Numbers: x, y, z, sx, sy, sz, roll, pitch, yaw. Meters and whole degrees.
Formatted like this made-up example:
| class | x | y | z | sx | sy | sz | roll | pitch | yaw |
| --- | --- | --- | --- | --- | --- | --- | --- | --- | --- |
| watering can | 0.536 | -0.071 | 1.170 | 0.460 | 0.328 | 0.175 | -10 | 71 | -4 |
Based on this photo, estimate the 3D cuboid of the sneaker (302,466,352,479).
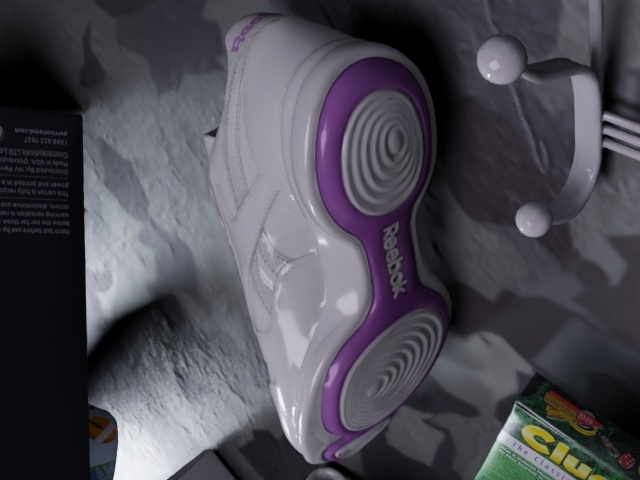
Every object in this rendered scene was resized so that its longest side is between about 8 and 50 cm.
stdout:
| class | x | y | z | sx | sy | sz | roll | pitch | yaw |
| --- | --- | --- | --- | --- | --- | --- | --- | --- | --- |
| sneaker | 0.002 | 0.255 | 0.867 | 0.258 | 0.094 | 0.091 | -103 | 2 | -66 |

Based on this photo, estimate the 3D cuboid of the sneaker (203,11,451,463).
| class | x | y | z | sx | sy | sz | roll | pitch | yaw |
| --- | --- | --- | --- | --- | --- | --- | --- | --- | --- |
| sneaker | 0.000 | 0.000 | 0.769 | 0.152 | 0.114 | 0.305 | 36 | 138 | 42 |

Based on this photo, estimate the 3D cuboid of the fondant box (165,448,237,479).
| class | x | y | z | sx | sy | sz | roll | pitch | yaw |
| --- | --- | --- | --- | --- | --- | --- | --- | --- | --- |
| fondant box | -0.118 | 0.355 | 1.169 | 0.238 | 0.096 | 0.330 | 50 | 144 | 3 |

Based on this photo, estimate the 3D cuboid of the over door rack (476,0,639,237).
| class | x | y | z | sx | sy | sz | roll | pitch | yaw |
| --- | --- | --- | --- | --- | --- | --- | --- | --- | --- |
| over door rack | 0.186 | -0.094 | 0.477 | 0.239 | 0.108 | 0.324 | 24 | 135 | 30 |

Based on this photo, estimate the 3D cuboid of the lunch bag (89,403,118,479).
| class | x | y | z | sx | sy | sz | roll | pitch | yaw |
| --- | --- | --- | --- | --- | --- | --- | --- | --- | --- |
| lunch bag | -0.270 | 0.277 | 1.123 | 0.243 | 0.115 | 0.303 | -2 | 81 | 62 |

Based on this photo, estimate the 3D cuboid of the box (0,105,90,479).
| class | x | y | z | sx | sy | sz | roll | pitch | yaw |
| --- | --- | --- | --- | --- | --- | --- | --- | --- | --- |
| box | -0.347 | 0.067 | 1.001 | 0.343 | 0.179 | 0.312 | -5 | 85 | 48 |

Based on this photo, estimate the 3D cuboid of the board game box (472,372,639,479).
| class | x | y | z | sx | sy | sz | roll | pitch | yaw |
| --- | --- | --- | --- | --- | --- | --- | --- | --- | --- |
| board game box | 0.206 | 0.187 | 0.704 | 0.260 | 0.030 | 0.136 | 35 | 149 | 14 |
